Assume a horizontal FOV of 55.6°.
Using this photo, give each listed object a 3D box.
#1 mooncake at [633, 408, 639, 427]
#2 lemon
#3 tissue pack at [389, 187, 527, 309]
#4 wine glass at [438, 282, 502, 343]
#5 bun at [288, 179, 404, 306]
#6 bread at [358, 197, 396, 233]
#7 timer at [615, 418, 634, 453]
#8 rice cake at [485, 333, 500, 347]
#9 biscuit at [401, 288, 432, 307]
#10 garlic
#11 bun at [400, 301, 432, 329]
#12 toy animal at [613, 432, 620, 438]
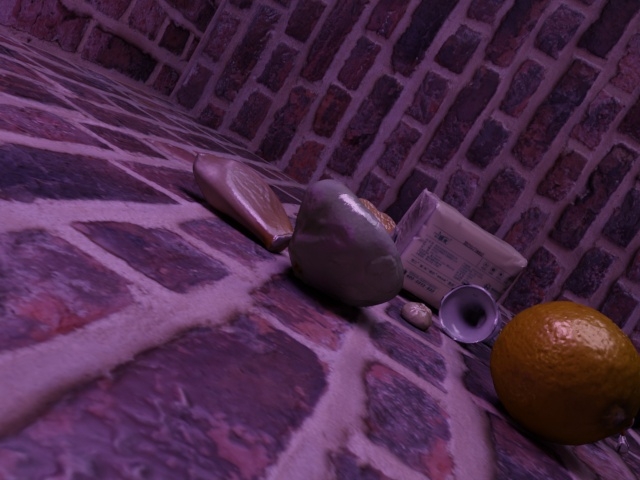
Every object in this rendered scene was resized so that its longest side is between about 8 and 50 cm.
[{"bbox_3d":[0.977,0.460,2.071,0.381,0.212,0.350,30,14,6],"label":"mooncake"},{"bbox_3d":[0.470,0.253,1.172,0.293,0.293,0.293,30,8,-5],"label":"lemon"},{"bbox_3d":[0.400,0.060,1.898,0.381,0.297,0.207,34,12,-17],"label":"tissue pack"},{"bbox_3d":[0.432,0.213,1.700,0.165,0.164,0.196,36,5,29],"label":"wine glass"},{"bbox_3d":[0.031,0.026,1.264,0.293,0.187,0.293,51,-10,13],"label":"bun"},{"bbox_3d":[0.154,-0.022,2.052,0.316,0.054,0.315,21,43,-21],"label":"bread"},{"bbox_3d":[0.746,0.422,1.568,0.175,0.175,0.266,32,13,3],"label":"timer"},{"bbox_3d":[0.577,0.328,1.944,0.198,0.037,0.189,30,8,-11],"label":"rice cake"},{"bbox_3d":[0.303,0.178,1.931,0.120,0.015,0.120,31,8,-5],"label":"biscuit"},{"bbox_3d":[-0.178,-0.090,1.449,0.318,0.112,0.143,41,33,20],"label":"garlic"},{"bbox_3d":[0.245,0.184,1.530,0.086,0.054,0.086,30,8,-5],"label":"bun"},{"bbox_3d":[0.648,0.400,1.464,0.108,0.138,0.236,-2,4,15],"label":"toy animal"}]
